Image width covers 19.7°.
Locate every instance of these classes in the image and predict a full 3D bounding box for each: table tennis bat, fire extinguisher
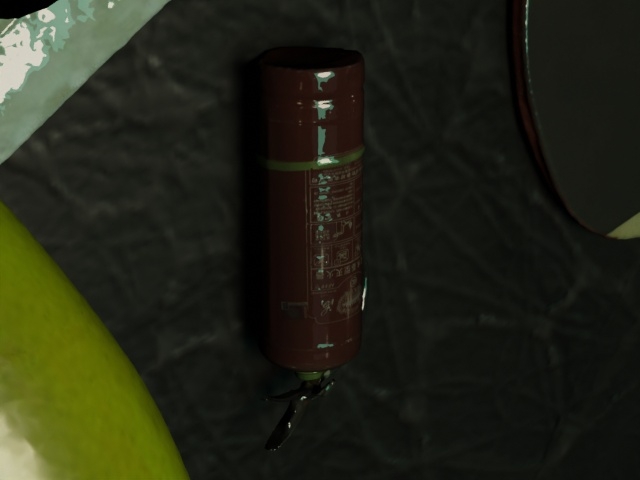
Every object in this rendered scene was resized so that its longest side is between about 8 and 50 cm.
[{"bbox_3d":[0.172,-0.053,0.865,0.173,0.022,0.301,-32,122,-24],"label":"table tennis bat"},{"bbox_3d":[0.000,0.000,0.748,0.078,0.045,0.157,-27,123,-52],"label":"fire extinguisher"}]

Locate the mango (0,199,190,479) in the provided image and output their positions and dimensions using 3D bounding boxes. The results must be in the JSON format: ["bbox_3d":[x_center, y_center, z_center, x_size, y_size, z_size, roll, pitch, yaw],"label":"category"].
[{"bbox_3d":[-0.124,0.092,0.586,0.149,0.185,0.273,-43,144,-42],"label":"mango"}]

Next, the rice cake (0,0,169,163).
[{"bbox_3d":[-0.102,-0.105,0.634,0.211,0.038,0.124,-42,127,-17],"label":"rice cake"}]

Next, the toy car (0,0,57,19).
[{"bbox_3d":[-0.168,-0.136,0.488,0.359,0.176,0.213,-40,112,-9],"label":"toy car"}]
